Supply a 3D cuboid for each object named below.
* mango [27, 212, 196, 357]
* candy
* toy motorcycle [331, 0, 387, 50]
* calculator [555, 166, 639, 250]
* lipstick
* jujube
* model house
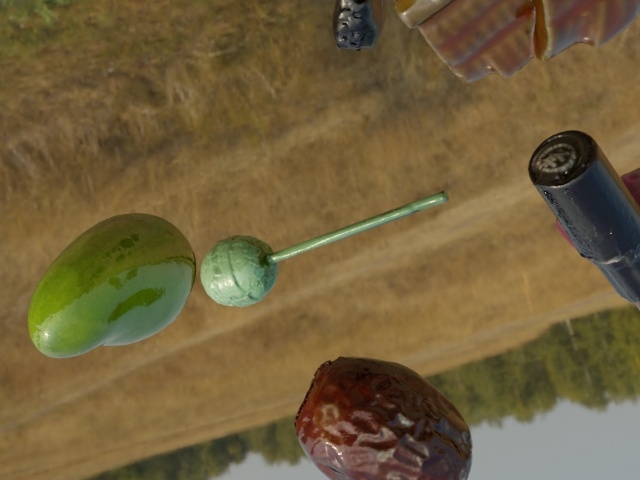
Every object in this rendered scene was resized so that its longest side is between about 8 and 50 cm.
[{"bbox_3d":[-0.249,0.054,1.178,0.175,0.143,0.293,-63,170,17],"label":"mango"},{"bbox_3d":[0.000,0.000,1.527,0.440,0.119,0.119,-21,168,25],"label":"candy"},{"bbox_3d":[0.053,-0.377,0.838,0.134,0.401,0.207,9,164,8],"label":"toy motorcycle"},{"bbox_3d":[0.396,-0.039,1.205,0.190,0.126,0.034,-28,128,-5],"label":"calculator"},{"bbox_3d":[0.313,-0.004,1.042,0.081,0.081,0.300,-20,136,27],"label":"lipstick"},{"bbox_3d":[0.085,0.255,1.302,0.243,0.183,0.183,28,162,-6],"label":"jujube"},{"bbox_3d":[0.125,-0.214,0.558,0.199,0.220,0.229,-19,-163,19],"label":"model house"}]
